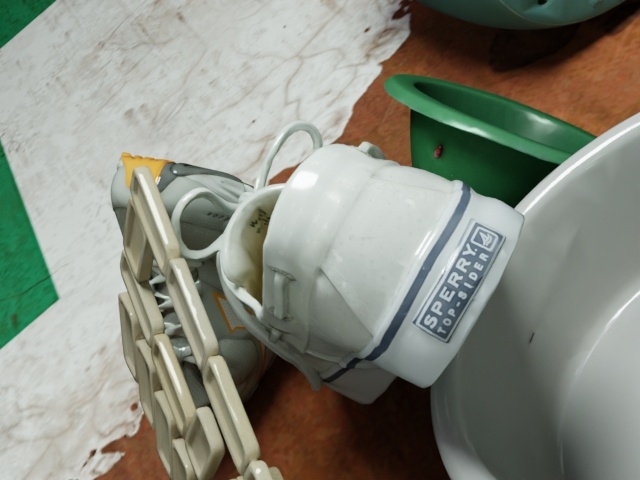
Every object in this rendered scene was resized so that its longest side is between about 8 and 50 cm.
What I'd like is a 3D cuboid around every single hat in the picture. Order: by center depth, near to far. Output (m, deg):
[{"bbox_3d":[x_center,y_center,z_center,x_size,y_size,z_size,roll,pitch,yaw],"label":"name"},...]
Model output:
[{"bbox_3d":[0.093,0.001,0.932,0.208,0.173,0.183,-91,20,-75],"label":"hat"}]

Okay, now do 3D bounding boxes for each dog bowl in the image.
[{"bbox_3d":[0.208,0.051,0.699,0.349,0.102,0.349,-29,33,21],"label":"dog bowl"}]

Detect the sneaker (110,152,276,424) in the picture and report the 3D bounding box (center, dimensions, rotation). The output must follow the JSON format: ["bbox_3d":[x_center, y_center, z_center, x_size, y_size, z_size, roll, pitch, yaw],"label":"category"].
[{"bbox_3d":[-0.078,0.044,0.910,0.099,0.262,0.121,12,66,20],"label":"sneaker"}]

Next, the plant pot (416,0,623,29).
[{"bbox_3d":[0.140,-0.293,1.041,0.293,0.293,0.235,-40,44,3],"label":"plant pot"}]

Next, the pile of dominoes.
[{"bbox_3d":[-0.054,0.106,0.786,0.040,0.196,0.251,-15,66,-20],"label":"pile of dominoes"}]

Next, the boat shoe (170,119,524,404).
[{"bbox_3d":[-0.004,0.007,0.787,0.136,0.156,0.367,-60,0,-4],"label":"boat shoe"}]
